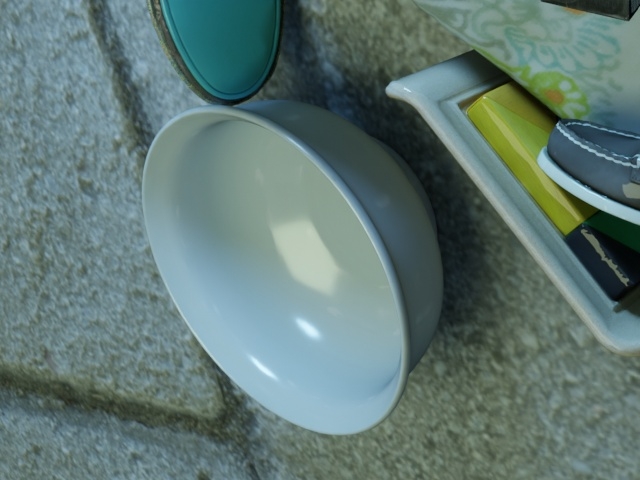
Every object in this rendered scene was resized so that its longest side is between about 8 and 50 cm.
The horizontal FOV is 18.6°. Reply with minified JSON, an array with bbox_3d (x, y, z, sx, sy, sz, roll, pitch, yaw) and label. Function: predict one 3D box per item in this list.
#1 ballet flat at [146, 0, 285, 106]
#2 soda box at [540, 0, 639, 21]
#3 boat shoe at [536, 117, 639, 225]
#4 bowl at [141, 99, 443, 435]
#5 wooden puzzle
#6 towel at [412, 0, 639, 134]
[{"bbox_3d":[-0.113,-0.280,1.551,0.123,0.123,0.349,10,125,45],"label":"ballet flat"},{"bbox_3d":[0.150,-0.203,1.062,0.060,0.053,0.169,17,142,25],"label":"soda box"},{"bbox_3d":[0.239,-0.035,1.181,0.227,0.081,0.069,24,117,27],"label":"boat shoe"},{"bbox_3d":[0.000,0.000,1.600,0.298,0.134,0.298,29,136,32],"label":"bowl"},{"bbox_3d":[0.174,-0.044,1.305,0.239,0.221,0.044,48,121,9],"label":"wooden puzzle"},{"bbox_3d":[0.226,-0.164,1.168,0.374,0.090,0.320,38,144,-5],"label":"towel"}]
